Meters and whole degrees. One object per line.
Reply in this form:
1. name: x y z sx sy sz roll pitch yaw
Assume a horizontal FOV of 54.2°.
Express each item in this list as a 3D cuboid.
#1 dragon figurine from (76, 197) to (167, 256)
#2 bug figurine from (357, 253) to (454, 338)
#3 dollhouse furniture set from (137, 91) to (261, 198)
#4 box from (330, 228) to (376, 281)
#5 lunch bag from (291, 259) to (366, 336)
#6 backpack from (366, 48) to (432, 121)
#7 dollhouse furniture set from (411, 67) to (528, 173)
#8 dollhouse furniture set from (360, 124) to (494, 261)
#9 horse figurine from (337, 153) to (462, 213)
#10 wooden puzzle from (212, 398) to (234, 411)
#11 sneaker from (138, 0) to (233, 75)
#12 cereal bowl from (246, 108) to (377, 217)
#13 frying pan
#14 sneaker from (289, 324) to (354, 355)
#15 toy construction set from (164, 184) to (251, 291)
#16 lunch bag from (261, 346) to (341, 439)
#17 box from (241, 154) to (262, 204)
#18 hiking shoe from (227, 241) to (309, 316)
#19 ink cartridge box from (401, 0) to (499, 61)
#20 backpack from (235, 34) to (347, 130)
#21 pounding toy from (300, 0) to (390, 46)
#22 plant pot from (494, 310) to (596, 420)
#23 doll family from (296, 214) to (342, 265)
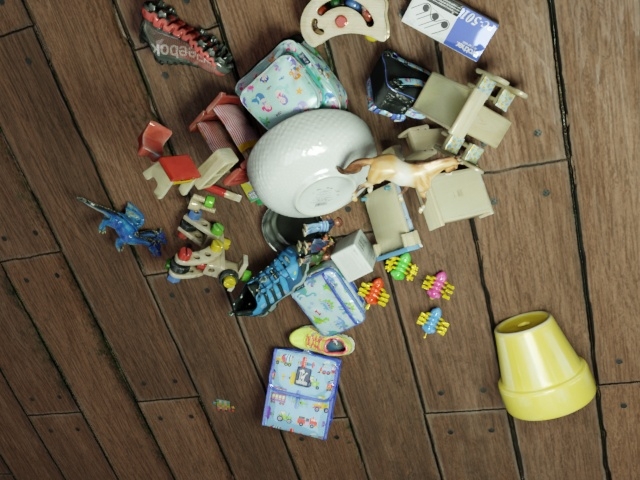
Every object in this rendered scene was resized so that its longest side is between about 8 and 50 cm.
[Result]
1. dragon figurine: -0.601 -0.058 1.927 0.144 0.085 0.289 -27 112 23
2. bug figurine: 0.263 0.155 1.829 0.279 0.072 0.216 27 114 5
3. dollhouse furniture set: -0.287 -0.247 1.559 0.152 0.374 0.201 -38 81 29
4. box: 0.097 0.044 1.794 0.087 0.101 0.102 -27 108 26
5. lunch bag: 0.030 0.174 1.890 0.176 0.090 0.219 -24 110 21
6. backpack: 0.212 -0.363 1.527 0.173 0.158 0.117 14 138 -21
7. dollhouse furniture set: 0.360 -0.279 1.443 0.242 0.161 0.212 17 108 -35
8. dollhouse furniture set: 0.256 -0.122 1.687 0.303 0.198 0.286 -26 79 54
9. horse figurine: 0.174 -0.146 1.451 0.264 0.066 0.174 12 144 -9
10. wooden puzzle: -0.349 0.596 2.254 0.083 0.006 0.049 5 118 12
11. sneaker: -0.357 -0.498 1.628 0.276 0.097 0.135 34 120 -2
12. cereal bowl: -0.006 -0.166 1.582 0.339 0.141 0.339 -16 149 -10
13. frying pan: -0.078 0.023 1.858 0.197 0.053 0.326 10 122 10
14. sneaker: 0.002 0.316 1.956 0.209 0.094 0.081 6 93 6
15. toy construction set: -0.302 0.004 1.843 0.237 0.257 0.308 18 100 -16
16. lunch bag: -0.056 0.478 2.067 0.221 0.138 0.293 11 106 7
17. box: -0.183 -0.187 1.780 0.105 0.043 0.179 -21 112 24
18. hiking shoe: -0.142 0.128 1.812 0.113 0.132 0.304 49 121 21
19. ink cartridge box: 0.305 -0.518 1.478 0.207 0.046 0.097 28 122 -2
20. backpack: -0.063 -0.360 1.583 0.225 0.191 0.253 -34 109 26
21. pounding toy: 0.031 -0.526 1.480 0.270 0.155 0.154 17 115 5
22. plant pot: 0.607 0.336 1.753 0.254 0.254 0.238 -19 95 22
23. doll family: 0.000 0.000 1.696 0.112 0.076 0.193 -9 157 -18
